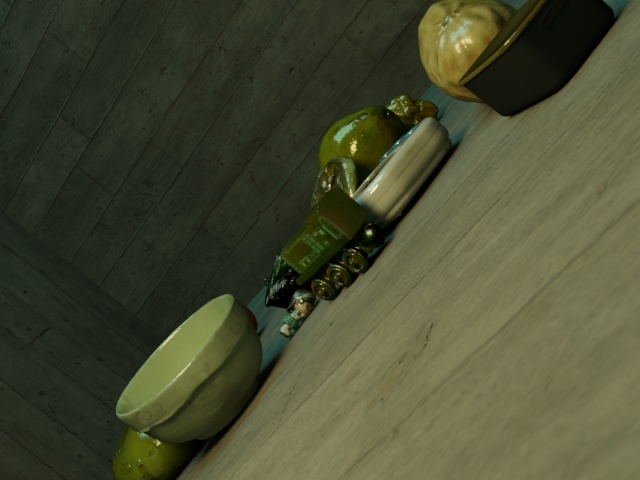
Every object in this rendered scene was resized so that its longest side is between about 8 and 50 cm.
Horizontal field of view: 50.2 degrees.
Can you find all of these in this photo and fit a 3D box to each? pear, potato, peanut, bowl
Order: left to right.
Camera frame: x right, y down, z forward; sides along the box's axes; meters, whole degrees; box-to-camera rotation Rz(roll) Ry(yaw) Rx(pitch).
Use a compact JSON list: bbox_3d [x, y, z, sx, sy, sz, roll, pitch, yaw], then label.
[{"bbox_3d":[-0.348,0.431,1.451,0.253,0.148,0.186,-51,1,11],"label":"potato"},{"bbox_3d":[-0.229,0.262,1.304,0.307,0.163,0.307,-39,12,10],"label":"bowl"},{"bbox_3d":[0.105,-0.209,1.679,0.269,0.212,0.212,-58,0,33],"label":"pear"},{"bbox_3d":[0.261,-0.339,1.209,0.170,0.192,0.387,-58,2,15],"label":"peanut"}]

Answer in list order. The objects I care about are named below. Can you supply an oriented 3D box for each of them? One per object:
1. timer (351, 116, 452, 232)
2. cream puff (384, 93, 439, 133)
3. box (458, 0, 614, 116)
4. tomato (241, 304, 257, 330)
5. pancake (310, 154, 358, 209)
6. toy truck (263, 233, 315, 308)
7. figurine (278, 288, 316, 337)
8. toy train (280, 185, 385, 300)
[{"bbox_3d":[0.136,-0.108,1.289,0.237,0.087,0.262,-52,3,-17],"label":"timer"},{"bbox_3d":[0.246,-0.344,1.859,0.116,0.146,0.146,-50,4,5],"label":"cream puff"},{"bbox_3d":[0.281,-0.252,0.902,0.145,0.090,0.201,-52,3,-6],"label":"box"},{"bbox_3d":[-0.302,0.293,2.008,0.260,0.180,0.260,-51,1,1],"label":"tomato"},{"bbox_3d":[0.030,-0.076,1.560,0.253,0.037,0.254,-177,90,-69],"label":"pancake"},{"bbox_3d":[-0.065,0.085,1.597,0.259,0.088,0.121,135,146,-65],"label":"toy truck"},{"bbox_3d":[-0.047,0.148,1.384,0.106,0.047,0.060,-59,-31,-10],"label":"figurine"},{"bbox_3d":[0.015,0.013,1.195,0.090,0.137,0.225,-54,5,-39],"label":"toy train"}]
